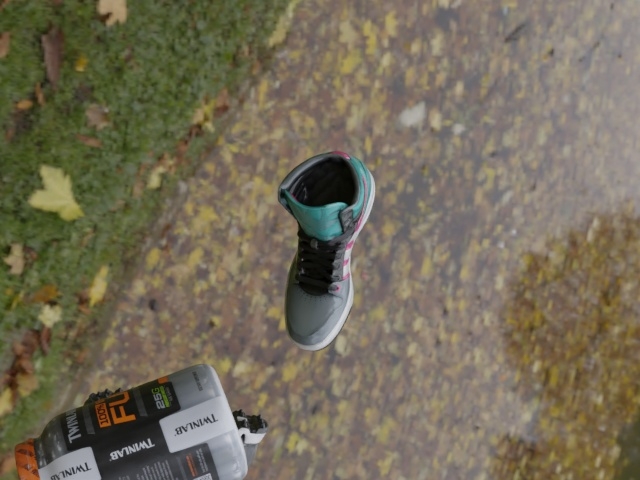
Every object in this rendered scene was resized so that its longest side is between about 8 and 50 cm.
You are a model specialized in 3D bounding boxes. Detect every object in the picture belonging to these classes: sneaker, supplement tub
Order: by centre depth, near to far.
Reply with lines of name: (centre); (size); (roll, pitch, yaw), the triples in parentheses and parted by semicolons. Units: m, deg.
supplement tub: (-0.171, 0.196, 0.880); (0.190, 0.117, 0.117); (-19, 120, -13)
sneaker: (-0.189, 0.256, 1.222); (0.234, 0.078, 0.106); (13, 98, -11)
sneaker: (0.000, 0.000, 1.365); (0.178, 0.123, 0.296); (49, 52, -67)
